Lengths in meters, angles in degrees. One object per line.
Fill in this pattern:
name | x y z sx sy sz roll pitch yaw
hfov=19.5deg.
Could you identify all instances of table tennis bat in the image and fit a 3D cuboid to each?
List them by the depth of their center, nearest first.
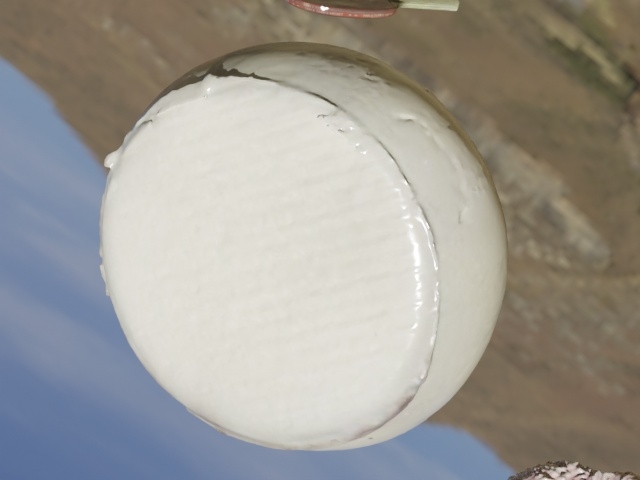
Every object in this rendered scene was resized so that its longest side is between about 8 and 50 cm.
table tennis bat | 0.041 -0.201 1.553 0.157 0.013 0.087 0 -155 -19

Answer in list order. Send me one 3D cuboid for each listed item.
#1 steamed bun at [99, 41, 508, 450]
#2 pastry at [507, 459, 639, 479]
steamed bun | 0.000 0.000 1.671 0.374 0.374 0.241 40 -149 17
pastry | 0.195 0.244 1.562 0.112 0.102 0.265 6 163 -18
